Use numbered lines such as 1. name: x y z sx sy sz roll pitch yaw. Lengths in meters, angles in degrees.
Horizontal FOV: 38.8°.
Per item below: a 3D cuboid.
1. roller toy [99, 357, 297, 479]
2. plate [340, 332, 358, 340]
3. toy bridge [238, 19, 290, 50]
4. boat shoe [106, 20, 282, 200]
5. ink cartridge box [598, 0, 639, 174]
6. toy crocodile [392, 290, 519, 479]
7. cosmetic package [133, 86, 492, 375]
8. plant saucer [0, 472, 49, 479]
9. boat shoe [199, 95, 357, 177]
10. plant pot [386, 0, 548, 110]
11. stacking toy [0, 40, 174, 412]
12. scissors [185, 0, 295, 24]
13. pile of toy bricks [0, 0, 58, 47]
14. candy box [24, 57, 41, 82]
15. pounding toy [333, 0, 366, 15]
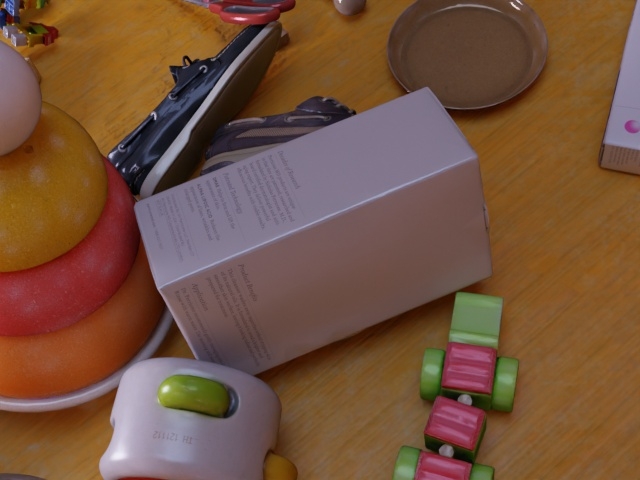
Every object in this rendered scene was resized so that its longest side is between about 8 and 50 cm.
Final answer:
1. roller toy: -0.146 0.233 1.037 0.191 0.209 0.146 -13 55 36
2. plate: 0.006 0.053 1.207 0.188 0.024 0.188 -4 60 7
3. toy bridge: -0.114 -0.372 1.458 0.063 0.026 0.188 -41 63 -16
4. boat shoe: -0.185 -0.208 1.322 0.113 0.127 0.340 32 79 10
5. ink cartridge box: 0.579 -0.215 1.243 0.330 0.071 0.324 12 64 16
6. toy crocodile: 0.158 0.210 1.050 0.115 0.105 0.341 11 63 14
7. cosmetic package: 0.000 0.000 1.089 0.384 0.217 0.156 -22 46 -6
8. plant saucer: -0.367 0.389 1.013 0.277 0.041 0.278 9 42 -8
9. boat shoe: 0.006 -0.140 1.252 0.355 0.132 0.130 -6 61 4
10. plant pot: 0.217 -0.283 1.355 0.236 0.032 0.236 -3 61 6
11. stacking toy: -0.336 -0.042 1.023 0.350 0.480 0.351 4 59 -6
12. scissors: -0.169 -0.363 1.399 0.297 0.021 0.109 14 37 32
13. pile of toy bricks: -0.496 -0.408 1.503 0.105 0.118 0.212 -16 44 -38
14. candy box: -0.515 -0.198 1.408 0.109 0.053 0.187 3 63 10
15. pounding toy: 0.067 -0.486 1.445 0.183 0.110 0.237 39 73 25
